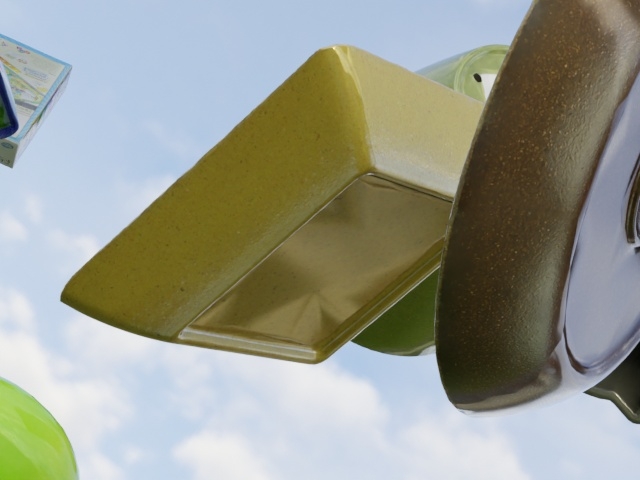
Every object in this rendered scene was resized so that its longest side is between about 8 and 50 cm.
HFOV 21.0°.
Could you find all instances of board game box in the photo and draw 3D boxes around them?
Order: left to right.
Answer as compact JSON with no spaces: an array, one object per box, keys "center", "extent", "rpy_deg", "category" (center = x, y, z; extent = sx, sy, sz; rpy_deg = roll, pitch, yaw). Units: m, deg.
[{"center":[-0.272,-0.121,1.258],"extent":[0.154,0.103,0.026],"rpy_deg":[24,-48,0],"category":"board game box"}]

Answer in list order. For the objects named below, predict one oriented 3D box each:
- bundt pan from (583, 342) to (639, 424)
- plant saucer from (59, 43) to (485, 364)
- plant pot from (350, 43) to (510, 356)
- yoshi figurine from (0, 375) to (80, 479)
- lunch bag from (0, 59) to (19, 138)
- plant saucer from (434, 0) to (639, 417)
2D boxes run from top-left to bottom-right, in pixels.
[{"center":[0.279,-0.028,1.269],"extent":[0.331,0.124,0.330],"rpy_deg":[15,-59,26],"category":"bundt pan"},{"center":[0.000,0.000,1.477],"extent":[0.333,0.333,0.081],"rpy_deg":[-40,-118,22],"category":"plant saucer"},{"center":[0.128,-0.066,1.745],"extent":[0.275,0.275,0.293],"rpy_deg":[38,-37,-3],"category":"plant pot"},{"center":[-0.249,0.078,0.497],"extent":[0.362,0.203,0.203],"rpy_deg":[13,-17,8],"category":"yoshi figurine"},{"center":[-0.238,-0.128,0.945],"extent":[0.129,0.096,0.151],"rpy_deg":[46,-25,55],"category":"lunch bag"},{"center":[0.157,-0.044,0.874],"extent":[0.050,0.310,0.310],"rpy_deg":[23,-37,24],"category":"plant saucer"}]
